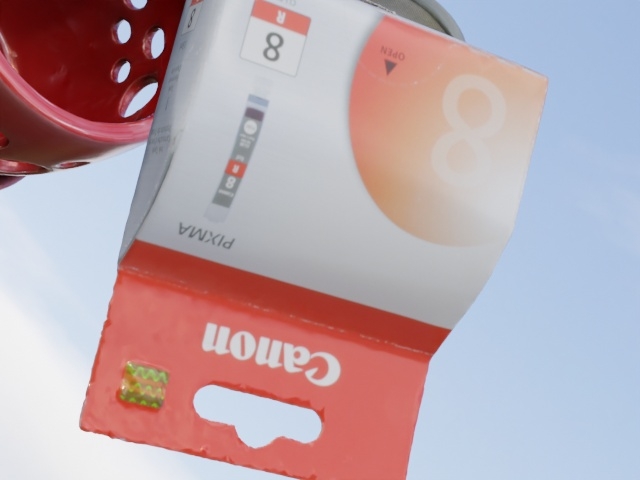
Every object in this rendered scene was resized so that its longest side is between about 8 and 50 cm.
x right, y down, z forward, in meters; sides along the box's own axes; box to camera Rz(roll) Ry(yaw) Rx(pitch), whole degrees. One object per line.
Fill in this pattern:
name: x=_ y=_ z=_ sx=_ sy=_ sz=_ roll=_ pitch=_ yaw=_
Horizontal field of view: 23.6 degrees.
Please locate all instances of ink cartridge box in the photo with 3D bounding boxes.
ink cartridge box: x=0.000 y=0.000 z=0.577 sx=0.145 sy=0.179 sz=0.045 roll=17 pitch=-10 yaw=-25

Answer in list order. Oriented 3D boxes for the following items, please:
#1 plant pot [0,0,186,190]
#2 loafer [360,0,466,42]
plant pot: x=-0.190 y=-0.128 z=0.925 sx=0.174 sy=0.191 sz=0.191 roll=-15 pitch=-60 yaw=42
loafer: x=-0.012 y=-0.132 z=1.012 sx=0.251 sy=0.087 sz=0.094 roll=25 pitch=-54 yaw=35
